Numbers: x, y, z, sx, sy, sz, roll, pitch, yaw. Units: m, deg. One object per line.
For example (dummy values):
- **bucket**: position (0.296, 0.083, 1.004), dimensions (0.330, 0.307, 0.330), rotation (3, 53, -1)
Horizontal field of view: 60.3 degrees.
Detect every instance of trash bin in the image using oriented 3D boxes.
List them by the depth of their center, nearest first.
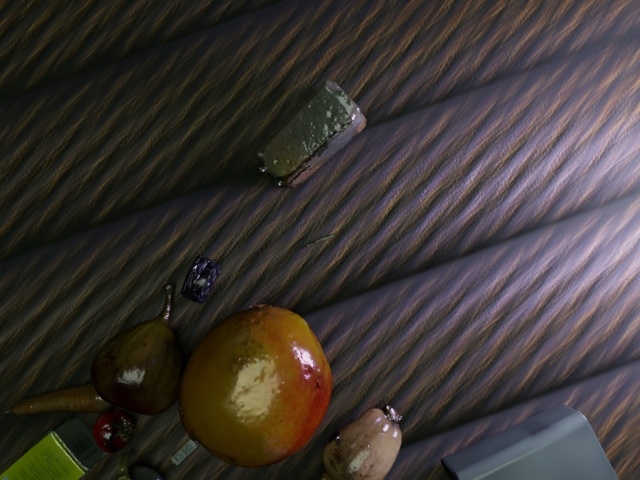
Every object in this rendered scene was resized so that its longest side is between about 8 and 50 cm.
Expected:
- **trash bin**: position (0.500, 0.567, 1.315), dimensions (0.344, 0.158, 0.222), rotation (-26, 87, -1)

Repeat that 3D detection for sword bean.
- **sword bean**: position (0.000, 0.000, 1.421), dimensions (0.083, 0.012, 0.012), rotation (-23, 87, 0)

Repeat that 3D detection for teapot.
- **teapot**: position (-0.454, 0.602, 1.340), dimensions (0.130, 0.119, 0.165), rotation (-19, 86, -1)

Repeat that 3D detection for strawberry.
- **strawberry**: position (-0.518, 0.471, 1.364), dimensions (0.106, 0.106, 0.106), rotation (0, 87, 0)

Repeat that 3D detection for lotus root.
- **lotus root**: position (0.097, 0.510, 1.332), dimensions (0.154, 0.140, 0.257), rotation (40, 82, -4)

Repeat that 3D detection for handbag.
- **handbag**: position (-0.299, 0.100, 1.355), dimensions (0.072, 0.139, 0.115), rotation (27, 87, -6)

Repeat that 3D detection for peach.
- **peach**: position (-0.157, 0.333, 1.267), dimensions (0.373, 0.290, 0.372), rotation (0, 88, 4)

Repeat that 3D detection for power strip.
- **power strip**: position (-0.346, 0.536, 1.394), dimensions (0.083, 0.017, 0.027), rotation (-44, 86, -3)

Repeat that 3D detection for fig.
- **fig**: position (-0.408, 0.251, 1.342), dimensions (0.217, 0.217, 0.320), rotation (19, 65, 1)

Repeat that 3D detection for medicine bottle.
- **medicine bottle**: position (-0.673, 0.566, 1.335), dimensions (0.250, 0.137, 0.141), rotation (-39, 86, -2)

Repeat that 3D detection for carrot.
- **carrot**: position (-0.655, 0.404, 1.379), dimensions (0.298, 0.078, 0.078), rotation (-9, 87, 4)

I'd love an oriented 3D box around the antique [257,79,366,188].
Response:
- **antique**: position (-0.028, -0.253, 1.384), dimensions (0.284, 0.150, 0.125), rotation (-43, 83, 7)
